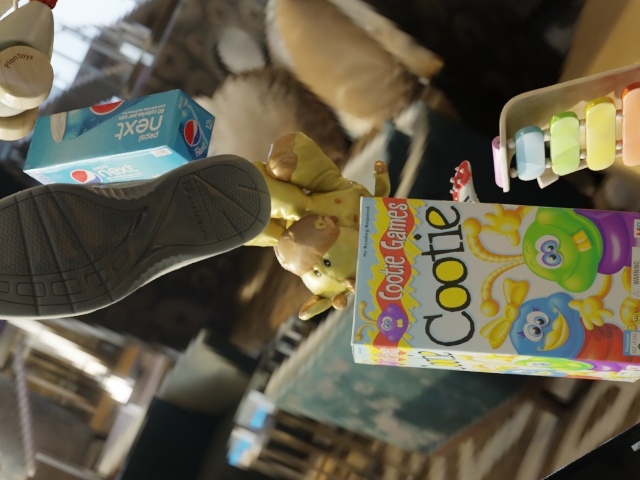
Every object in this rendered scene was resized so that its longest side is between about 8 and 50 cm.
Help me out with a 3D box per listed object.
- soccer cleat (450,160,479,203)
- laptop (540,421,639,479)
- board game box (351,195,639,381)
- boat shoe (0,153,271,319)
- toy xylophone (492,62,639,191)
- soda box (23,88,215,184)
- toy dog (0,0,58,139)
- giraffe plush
[{"bbox_3d":[0.166,-0.049,1.624,0.029,0.035,0.083,-158,73,-72],"label":"soccer cleat"},{"bbox_3d":[0.377,0.349,1.823,0.234,0.137,0.264,-33,-21,11],"label":"laptop"},{"bbox_3d":[0.171,0.048,1.349,0.142,0.275,0.144,75,-162,-79],"label":"board game box"},{"bbox_3d":[-0.198,-0.001,1.301,0.320,0.118,0.103,-20,0,-32],"label":"boat shoe"},{"bbox_3d":[0.395,-0.149,2.003,0.236,0.322,0.081,58,-164,-56],"label":"toy xylophone"},{"bbox_3d":[-0.221,-0.105,1.559,0.210,0.067,0.071,-6,62,33],"label":"soda box"},{"bbox_3d":[-0.446,-0.297,1.974,0.334,0.161,0.220,-96,25,-44],"label":"toy dog"},{"bbox_3d":[0.000,0.000,1.676,0.170,0.210,0.181,-96,22,-51],"label":"giraffe plush"}]
